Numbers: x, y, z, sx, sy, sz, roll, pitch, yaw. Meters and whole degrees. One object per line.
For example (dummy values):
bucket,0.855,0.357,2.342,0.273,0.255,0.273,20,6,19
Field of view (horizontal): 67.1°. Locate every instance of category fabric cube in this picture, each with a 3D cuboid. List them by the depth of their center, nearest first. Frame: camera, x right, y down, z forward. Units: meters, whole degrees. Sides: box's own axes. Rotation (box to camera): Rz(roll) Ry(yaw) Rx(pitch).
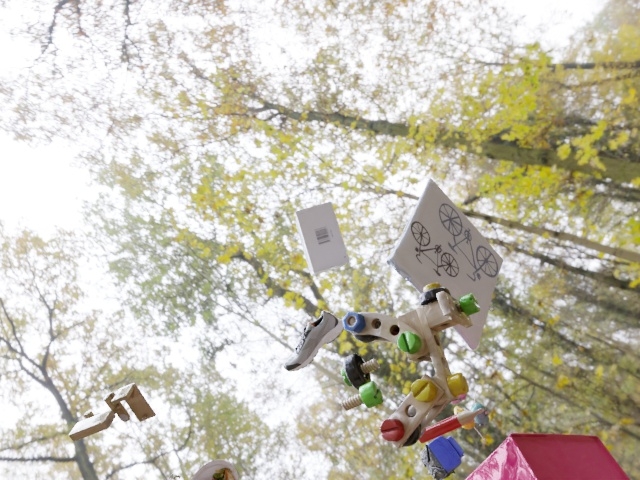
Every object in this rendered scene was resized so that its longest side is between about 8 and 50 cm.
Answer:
fabric cube,0.415,0.531,0.858,0.254,0.259,0.258,14,-59,-25

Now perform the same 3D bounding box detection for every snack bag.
snack bag,0.319,0.055,1.185,0.323,0.037,0.342,45,-132,-13

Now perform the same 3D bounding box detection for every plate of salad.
plate of salad,-0.336,0.801,1.527,0.199,0.048,0.200,3,-95,-44

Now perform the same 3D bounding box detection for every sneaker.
sneaker,-0.042,0.365,1.762,0.271,0.100,0.108,-46,-74,1

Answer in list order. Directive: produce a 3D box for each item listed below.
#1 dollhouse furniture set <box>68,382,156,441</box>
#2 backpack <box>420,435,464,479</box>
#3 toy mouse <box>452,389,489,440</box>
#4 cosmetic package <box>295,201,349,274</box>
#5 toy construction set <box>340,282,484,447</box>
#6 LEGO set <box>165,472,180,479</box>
dollhouse furniture set,-0.582,0.519,1.364,0.144,0.151,0.123,-23,-72,9
backpack,0.346,0.620,1.369,0.101,0.098,0.120,-16,-38,-22
toy mouse,0.357,0.410,1.186,0.031,0.161,0.143,-29,-33,-29
cosmetic package,0.000,0.000,1.765,0.138,0.225,0.224,-16,-96,-4
toy construction set,0.206,0.224,0.857,0.237,0.257,0.309,-31,-60,17
LEGO set,-0.437,0.709,1.421,0.054,0.083,0.023,20,-81,-18
